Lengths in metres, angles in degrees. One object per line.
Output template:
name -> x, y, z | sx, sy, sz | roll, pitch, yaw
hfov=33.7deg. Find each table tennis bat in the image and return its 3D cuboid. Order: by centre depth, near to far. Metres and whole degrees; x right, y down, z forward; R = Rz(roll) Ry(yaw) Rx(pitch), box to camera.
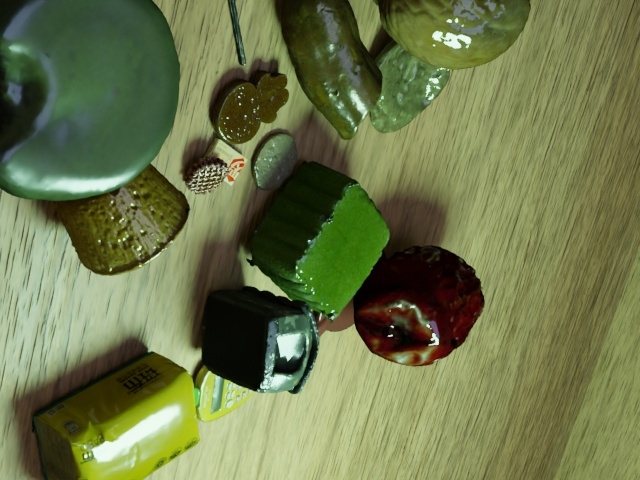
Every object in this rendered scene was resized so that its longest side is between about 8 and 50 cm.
table tennis bat -> 0.049, 0.133, 2.353 | 0.310, 0.038, 0.200 | -46, 141, -22

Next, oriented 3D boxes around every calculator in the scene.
calculator -> -0.198, 0.295, 2.161 | 0.235, 0.032, 0.146 | -17, 125, -46

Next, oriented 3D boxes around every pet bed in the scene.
pet bed -> -0.108, 0.192, 2.037 | 0.159, 0.211, 0.183 | -2, 100, -44

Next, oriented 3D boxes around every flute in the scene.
flute -> -0.151, -0.414, 1.782 | 0.014, 0.014, 0.269 | -37, 137, -31

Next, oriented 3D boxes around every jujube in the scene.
jujube -> 0.226, 0.141, 2.356 | 0.376, 0.258, 0.258 | -22, 128, -49

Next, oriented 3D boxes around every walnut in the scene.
walnut -> 0.247, -0.478, 2.004 | 0.333, 0.333, 0.333 | -29, 132, -37

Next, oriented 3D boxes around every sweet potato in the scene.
sweet potato -> 0.011, -0.346, 1.916 | 0.158, 0.158, 0.370 | -47, 131, -20

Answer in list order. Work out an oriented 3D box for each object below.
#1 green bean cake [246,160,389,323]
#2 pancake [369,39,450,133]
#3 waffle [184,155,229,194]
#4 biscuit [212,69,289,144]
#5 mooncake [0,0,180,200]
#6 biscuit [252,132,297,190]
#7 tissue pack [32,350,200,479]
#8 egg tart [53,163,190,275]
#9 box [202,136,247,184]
green bean cake -> 0.000, 0.000, 2.107 | 0.247, 0.156, 0.250 | -58, 146, -12
pancake -> 0.173, -0.331, 2.205 | 0.242, 0.050, 0.242 | -28, 138, -29
waffle -> -0.204, -0.114, 1.880 | 0.083, 0.029, 0.075 | -41, 145, 16
biscuit -> -0.127, -0.243, 1.909 | 0.175, 0.026, 0.124 | -35, 137, -32
mooncake -> -0.370, -0.231, 1.484 | 0.351, 0.187, 0.351 | -20, 120, -39
biscuit -> -0.086, -0.151, 2.026 | 0.120, 0.015, 0.120 | -29, 132, -38
tissue pack -> -0.361, 0.346, 1.908 | 0.271, 0.134, 0.192 | -29, 132, -37
egg tart -> -0.320, -0.061, 1.659 | 0.202, 0.202, 0.147 | -45, 132, -23
box -> -0.176, -0.143, 1.921 | 0.058, 0.015, 0.093 | -58, 143, -2
